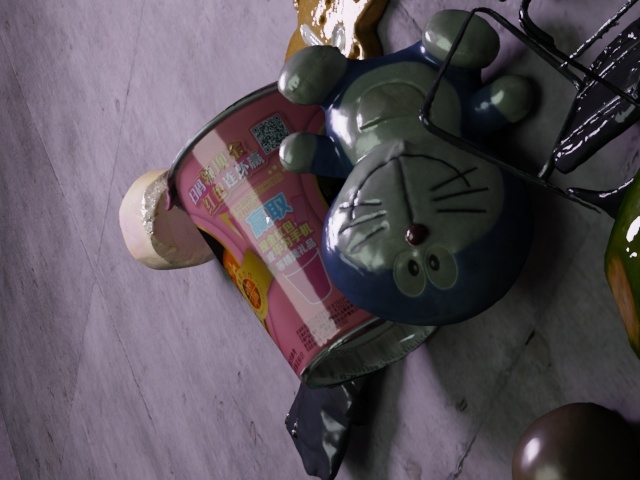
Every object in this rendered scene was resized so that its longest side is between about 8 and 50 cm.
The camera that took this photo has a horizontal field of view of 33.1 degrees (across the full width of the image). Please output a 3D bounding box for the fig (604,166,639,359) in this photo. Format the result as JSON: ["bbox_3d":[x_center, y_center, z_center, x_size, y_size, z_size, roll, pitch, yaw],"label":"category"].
[{"bbox_3d":[0.266,0.019,0.643,0.245,0.195,0.195,62,-175,-61],"label":"fig"}]

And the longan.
[{"bbox_3d":[0.201,0.174,0.849,0.119,0.106,0.106,-63,-5,-50],"label":"longan"}]

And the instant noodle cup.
[{"bbox_3d":[0.000,0.000,1.073,0.255,0.243,0.244,62,145,22],"label":"instant noodle cup"}]

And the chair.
[{"bbox_3d":[0.210,-0.102,0.772,0.145,0.221,0.140,-61,8,-33],"label":"chair"}]

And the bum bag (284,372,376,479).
[{"bbox_3d":[0.018,0.153,1.214,0.123,0.060,0.248,44,131,46],"label":"bum bag"}]

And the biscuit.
[{"bbox_3d":[0.007,-0.213,1.194,0.184,0.035,0.249,58,143,40],"label":"biscuit"}]

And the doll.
[{"bbox_3d":[0.080,-0.054,0.930,0.154,0.228,0.259,56,-156,-58],"label":"doll"}]

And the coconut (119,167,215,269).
[{"bbox_3d":[-0.206,-0.029,1.511,0.152,0.147,0.147,-3,93,64],"label":"coconut"}]
